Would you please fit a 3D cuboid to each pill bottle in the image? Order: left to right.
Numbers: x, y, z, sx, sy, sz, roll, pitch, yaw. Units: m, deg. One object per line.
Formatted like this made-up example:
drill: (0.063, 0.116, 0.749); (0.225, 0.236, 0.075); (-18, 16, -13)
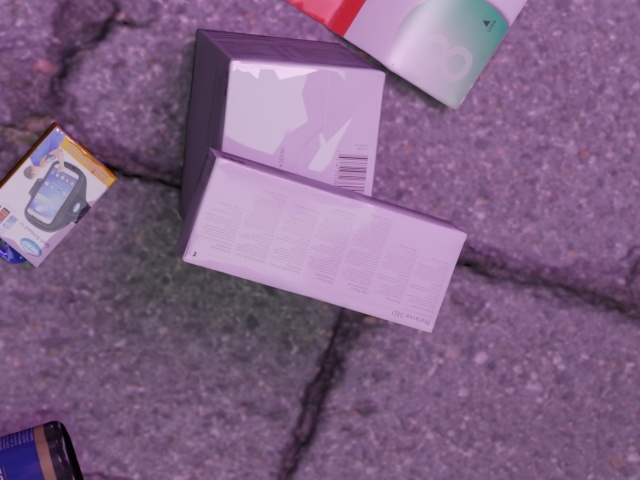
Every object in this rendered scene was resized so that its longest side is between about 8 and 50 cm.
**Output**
pill bottle: (-0.342, 0.265, 1.852); (0.219, 0.123, 0.123); (-18, 107, -5)

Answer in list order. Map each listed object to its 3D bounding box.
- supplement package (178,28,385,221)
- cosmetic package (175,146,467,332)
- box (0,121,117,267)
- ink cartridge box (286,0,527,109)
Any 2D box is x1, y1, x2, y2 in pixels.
supplement package: (-0.041, -0.087, 1.785); (0.149, 0.203, 0.194); (4, 104, -13)
cosmetic package: (0.000, 0.000, 1.676); (0.239, 0.060, 0.099); (17, 98, -15)
box: (-0.274, -0.039, 1.842); (0.081, 0.028, 0.136); (41, 91, -18)
ink cartridge box: (0.088, -0.262, 1.848); (0.224, 0.056, 0.181); (30, 96, -19)
